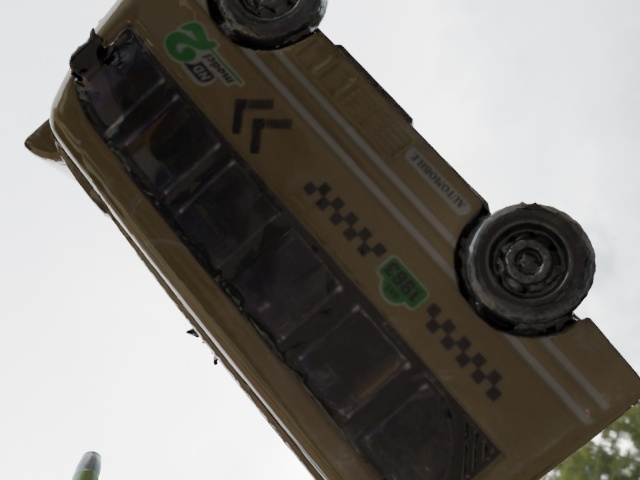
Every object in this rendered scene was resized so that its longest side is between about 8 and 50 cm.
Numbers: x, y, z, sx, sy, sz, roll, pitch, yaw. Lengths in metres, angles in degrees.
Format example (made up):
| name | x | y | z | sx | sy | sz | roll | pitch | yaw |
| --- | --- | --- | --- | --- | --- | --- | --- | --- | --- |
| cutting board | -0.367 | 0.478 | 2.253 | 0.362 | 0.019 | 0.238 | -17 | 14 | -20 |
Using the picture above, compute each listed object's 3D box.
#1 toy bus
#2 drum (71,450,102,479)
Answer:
| name | x | y | z | sx | sy | sz | roll | pitch | yaw |
| --- | --- | --- | --- | --- | --- | --- | --- | --- | --- |
| toy bus | 0.000 | 0.000 | 0.398 | 0.157 | 0.289 | 0.139 | -40 | -13 | -2 |
| drum | -0.284 | 0.309 | 0.879 | 0.130 | 0.253 | 0.049 | 7 | -69 | -24 |
